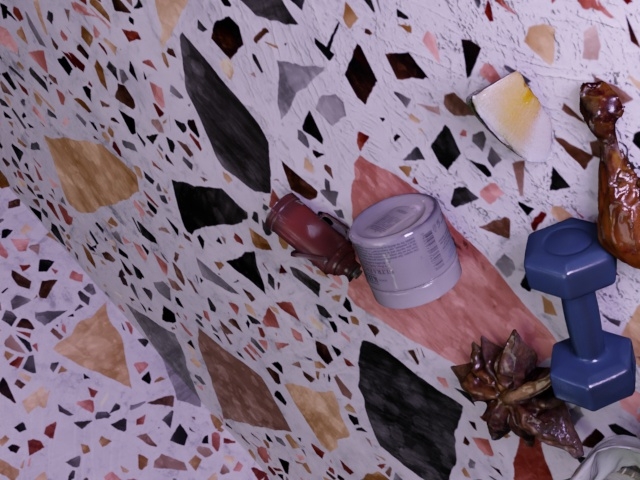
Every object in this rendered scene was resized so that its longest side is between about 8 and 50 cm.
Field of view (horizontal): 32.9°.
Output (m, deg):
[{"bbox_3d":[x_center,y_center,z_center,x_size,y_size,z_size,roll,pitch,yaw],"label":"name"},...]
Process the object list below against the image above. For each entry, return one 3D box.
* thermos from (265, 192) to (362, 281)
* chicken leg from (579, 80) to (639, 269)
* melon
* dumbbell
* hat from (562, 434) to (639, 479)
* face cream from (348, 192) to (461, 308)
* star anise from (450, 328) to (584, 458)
[{"bbox_3d":[-0.001,0.000,2.299,0.232,0.099,0.124,38,111,19],"label":"thermos"},{"bbox_3d":[0.434,-0.090,1.593,0.113,0.093,0.304,15,132,63],"label":"chicken leg"},{"bbox_3d":[0.291,-0.205,1.677,0.202,0.093,0.139,36,-167,-36],"label":"melon"},{"bbox_3d":[0.430,0.124,1.776,0.144,0.156,0.316,-119,8,-58],"label":"dumbbell"},{"bbox_3d":[0.573,0.445,1.981,0.257,0.168,0.301,32,173,2],"label":"hat"},{"bbox_3d":[0.157,0.016,2.000,0.177,0.177,0.153,10,130,50],"label":"face cream"},{"bbox_3d":[0.375,0.292,2.086,0.349,0.109,0.292,4,132,52],"label":"star anise"}]
